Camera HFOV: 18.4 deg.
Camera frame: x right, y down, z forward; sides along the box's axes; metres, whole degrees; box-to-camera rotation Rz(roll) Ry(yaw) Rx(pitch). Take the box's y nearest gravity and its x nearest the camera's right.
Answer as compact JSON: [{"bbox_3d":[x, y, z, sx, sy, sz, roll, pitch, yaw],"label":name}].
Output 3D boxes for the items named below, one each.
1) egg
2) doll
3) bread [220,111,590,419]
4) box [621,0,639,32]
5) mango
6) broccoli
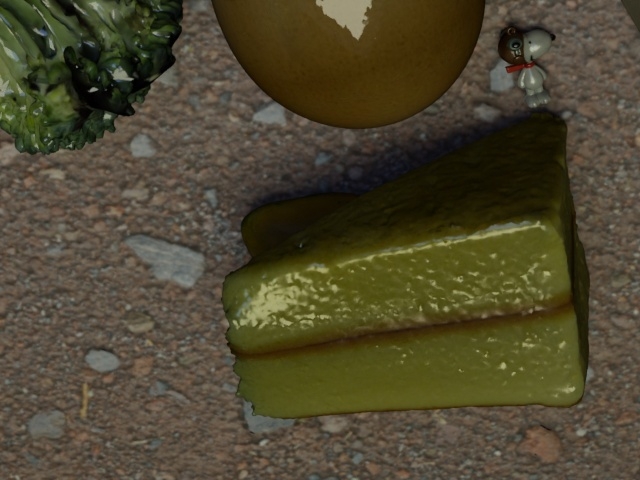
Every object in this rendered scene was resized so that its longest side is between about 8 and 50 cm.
[{"bbox_3d":[0.018,-0.256,1.798,0.250,0.250,0.322,-18,115,10],"label":"egg"},{"bbox_3d":[0.205,-0.176,1.979,0.058,0.040,0.085,-3,122,-11],"label":"doll"},{"bbox_3d":[0.085,0.036,2.009,0.362,0.245,0.233,-7,123,11],"label":"bread"},{"bbox_3d":[0.340,-0.250,1.936,0.091,0.031,0.126,-29,118,16],"label":"box"},{"bbox_3d":[0.003,0.004,2.060,0.163,0.089,0.111,-7,113,11],"label":"mango"},{"bbox_3d":[-0.245,-0.221,1.819,0.263,0.247,0.243,-47,125,4],"label":"broccoli"}]
